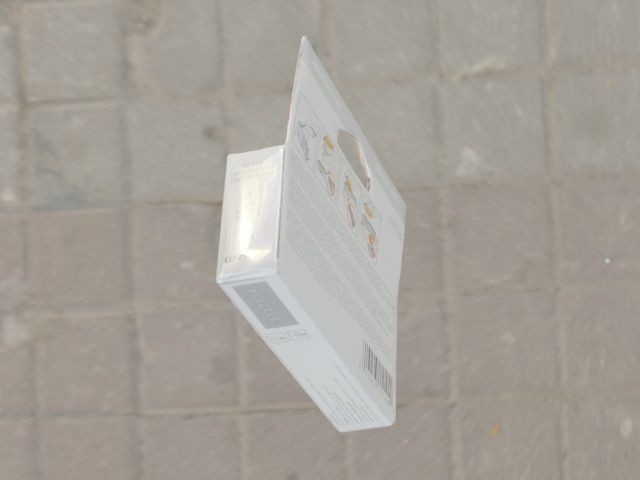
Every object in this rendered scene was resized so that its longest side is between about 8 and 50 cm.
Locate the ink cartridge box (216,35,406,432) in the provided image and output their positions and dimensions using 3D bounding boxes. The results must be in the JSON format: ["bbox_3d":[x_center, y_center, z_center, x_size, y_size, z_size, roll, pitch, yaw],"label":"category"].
[{"bbox_3d":[0.000,0.000,1.673,0.066,0.296,0.261,-9,54,20],"label":"ink cartridge box"}]
